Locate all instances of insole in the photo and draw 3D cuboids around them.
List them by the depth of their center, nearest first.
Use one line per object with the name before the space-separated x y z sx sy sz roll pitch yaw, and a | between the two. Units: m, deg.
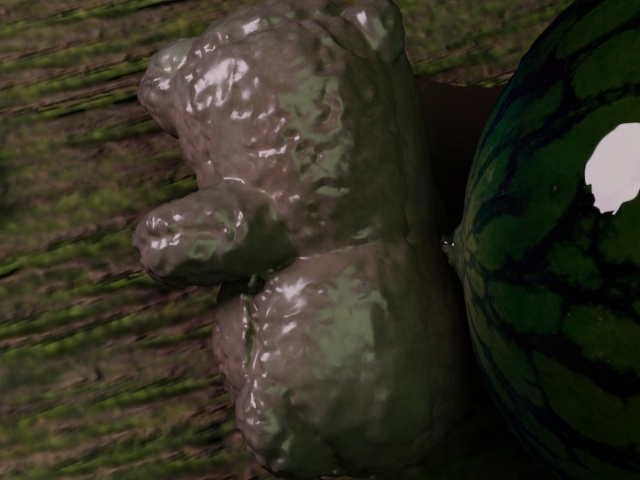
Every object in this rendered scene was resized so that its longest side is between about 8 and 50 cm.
insole | 0.089 -0.058 0.987 0.327 0.007 0.111 -5 80 -20

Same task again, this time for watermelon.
watermelon | 0.244 -0.001 0.792 0.363 0.363 0.363 5 74 -18

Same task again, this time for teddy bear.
teddy bear | 0.000 -0.001 0.858 0.236 0.151 0.267 -11 93 -47

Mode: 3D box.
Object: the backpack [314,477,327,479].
backpack | -0.014 0.212 0.825 0.120 0.106 0.165 -8 76 -25
